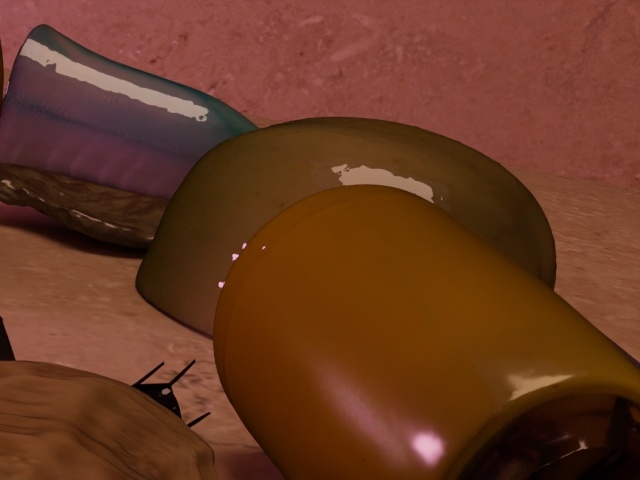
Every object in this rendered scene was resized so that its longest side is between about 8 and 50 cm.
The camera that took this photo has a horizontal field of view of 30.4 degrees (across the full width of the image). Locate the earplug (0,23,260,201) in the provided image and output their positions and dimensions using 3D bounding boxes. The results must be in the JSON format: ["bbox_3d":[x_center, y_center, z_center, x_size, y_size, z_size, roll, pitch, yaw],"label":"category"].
[{"bbox_3d":[-0.207,-0.131,1.430,0.324,0.185,0.185,15,11,-3],"label":"earplug"}]

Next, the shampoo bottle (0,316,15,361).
[{"bbox_3d":[-0.200,0.081,0.658,0.057,0.063,0.207,-5,19,-23],"label":"shampoo bottle"}]

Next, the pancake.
[{"bbox_3d":[-0.233,-0.032,1.225,0.236,0.042,0.222,16,7,7],"label":"pancake"}]

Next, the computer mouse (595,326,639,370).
[{"bbox_3d":[0.203,0.111,0.835,0.120,0.057,0.232,20,17,-44],"label":"computer mouse"}]

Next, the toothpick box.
[{"bbox_3d":[0.060,0.085,0.605,0.175,0.175,0.271,6,15,-23],"label":"toothpick box"}]

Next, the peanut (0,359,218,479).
[{"bbox_3d":[-0.132,0.114,0.431,0.196,0.110,0.233,10,10,-7],"label":"peanut"}]

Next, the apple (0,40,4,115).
[{"bbox_3d":[-0.427,-0.148,0.954,0.339,0.339,0.339,11,11,-2],"label":"apple"}]

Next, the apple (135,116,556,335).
[{"bbox_3d":[0.023,0.027,1.068,0.360,0.312,0.320,17,-31,20],"label":"apple"}]

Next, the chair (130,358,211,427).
[{"bbox_3d":[-0.103,0.103,0.715,0.037,0.042,0.086,4,-22,-37],"label":"chair"}]
